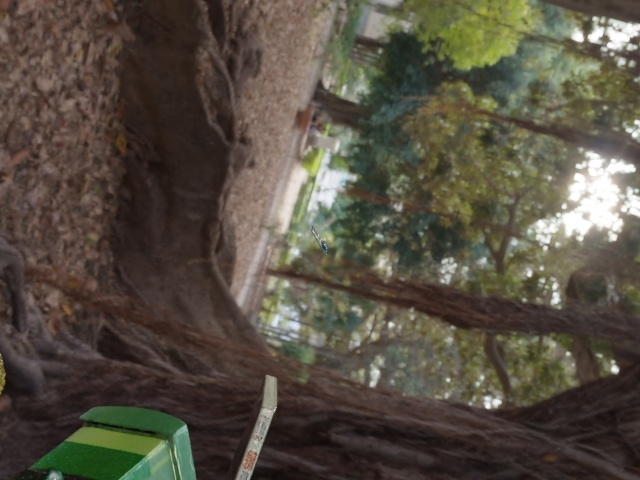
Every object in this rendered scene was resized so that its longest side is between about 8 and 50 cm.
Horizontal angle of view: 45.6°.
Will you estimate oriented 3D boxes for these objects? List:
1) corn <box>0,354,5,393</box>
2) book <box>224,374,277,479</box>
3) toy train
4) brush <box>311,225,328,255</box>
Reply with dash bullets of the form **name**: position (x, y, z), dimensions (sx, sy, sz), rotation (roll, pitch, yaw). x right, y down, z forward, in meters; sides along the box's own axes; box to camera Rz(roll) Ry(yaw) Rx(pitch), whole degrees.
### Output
- **corn**: position (-0.666, 0.204, 1.441), dimensions (0.101, 0.102, 0.310), rotation (-74, 172, -45)
- **book**: position (-0.122, 0.352, 1.160), dimensions (0.202, 0.027, 0.264), rotation (-133, -117, -85)
- **toy train**: position (-0.185, 0.305, 0.656), dimensions (0.202, 0.120, 0.300), rotation (-35, 122, -58)
- **brush**: position (0.000, 0.000, 1.575), dimensions (0.083, 0.013, 0.016), rotation (60, 29, -43)
